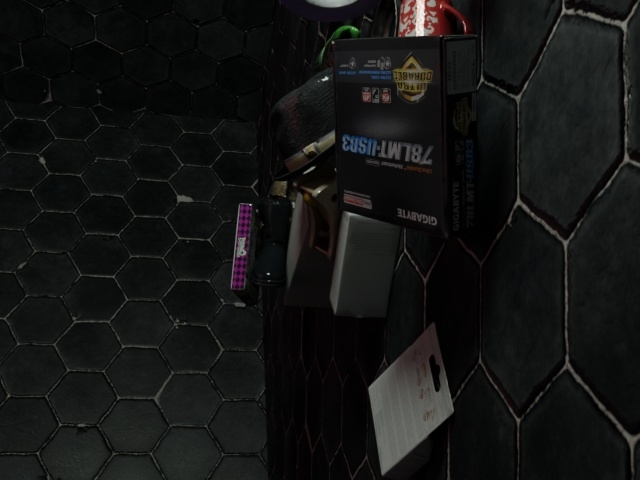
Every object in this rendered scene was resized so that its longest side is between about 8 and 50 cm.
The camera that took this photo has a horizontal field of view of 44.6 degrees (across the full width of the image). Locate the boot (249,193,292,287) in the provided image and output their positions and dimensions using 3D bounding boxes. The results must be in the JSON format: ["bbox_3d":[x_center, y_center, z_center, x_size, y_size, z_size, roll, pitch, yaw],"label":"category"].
[{"bbox_3d":[-0.127,-0.005,2.015,0.246,0.094,0.207,-92,7,-75],"label":"boot"}]

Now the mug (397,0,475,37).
[{"bbox_3d":[0.197,-0.330,1.318,0.113,0.150,0.169,42,-134,-56],"label":"mug"}]

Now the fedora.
[{"bbox_3d":[-0.002,-0.269,1.679,0.152,0.334,0.334,55,174,-10],"label":"fedora"}]

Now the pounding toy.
[{"bbox_3d":[0.010,-0.060,1.716,0.155,0.154,0.269,30,165,40],"label":"pounding toy"}]

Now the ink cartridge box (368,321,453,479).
[{"bbox_3d":[0.172,0.288,1.381,0.232,0.066,0.189,-50,33,37],"label":"ink cartridge box"}]

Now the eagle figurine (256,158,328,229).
[{"bbox_3d":[-0.059,-0.151,2.252,0.225,0.226,0.298,52,-148,-57],"label":"eagle figurine"}]

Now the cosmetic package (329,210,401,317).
[{"bbox_3d":[0.092,0.041,1.637,0.085,0.117,0.231,-111,28,-66],"label":"cosmetic package"}]

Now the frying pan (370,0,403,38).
[{"bbox_3d":[0.157,-0.462,1.619,0.326,0.053,0.197,116,155,-59],"label":"frying pan"}]

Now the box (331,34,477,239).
[{"bbox_3d":[0.126,-0.172,1.231,0.295,0.073,0.293,21,117,56],"label":"box"}]

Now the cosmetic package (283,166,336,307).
[{"bbox_3d":[0.000,0.000,2.014,0.365,0.155,0.196,107,163,-54],"label":"cosmetic package"}]

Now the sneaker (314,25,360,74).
[{"bbox_3d":[0.051,-0.390,1.928,0.146,0.134,0.343,118,152,-54],"label":"sneaker"}]

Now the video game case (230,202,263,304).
[{"bbox_3d":[-0.193,0.042,2.094,0.210,0.042,0.232,73,-160,-73],"label":"video game case"}]

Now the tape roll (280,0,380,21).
[{"bbox_3d":[0.026,-0.618,1.748,0.274,0.275,0.090,113,158,-59],"label":"tape roll"}]
